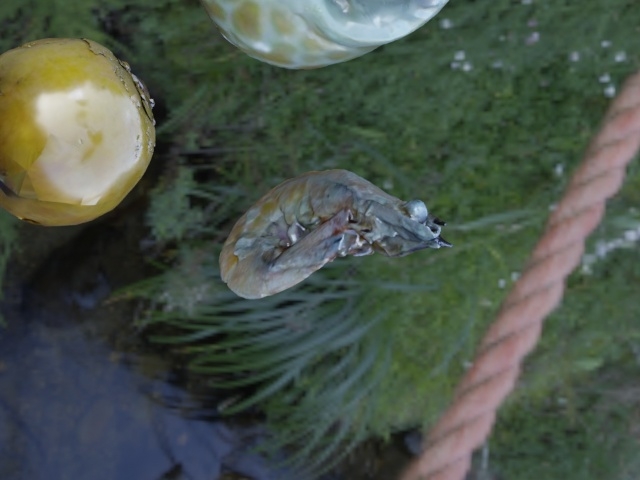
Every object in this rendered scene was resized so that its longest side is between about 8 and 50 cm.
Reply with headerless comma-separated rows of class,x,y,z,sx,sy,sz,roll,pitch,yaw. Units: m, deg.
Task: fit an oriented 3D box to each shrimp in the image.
shrimp,0.000,0.000,1.253,0.062,0.317,0.164,48,70,-27

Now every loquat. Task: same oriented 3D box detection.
loquat,-0.312,-0.133,1.601,0.235,0.235,0.235,0,90,-55

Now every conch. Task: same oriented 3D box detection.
conch,-0.001,-0.146,0.670,0.116,0.173,0.106,15,71,-29
